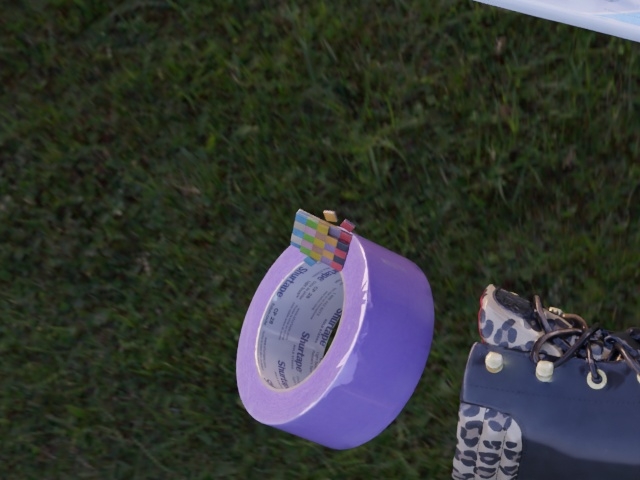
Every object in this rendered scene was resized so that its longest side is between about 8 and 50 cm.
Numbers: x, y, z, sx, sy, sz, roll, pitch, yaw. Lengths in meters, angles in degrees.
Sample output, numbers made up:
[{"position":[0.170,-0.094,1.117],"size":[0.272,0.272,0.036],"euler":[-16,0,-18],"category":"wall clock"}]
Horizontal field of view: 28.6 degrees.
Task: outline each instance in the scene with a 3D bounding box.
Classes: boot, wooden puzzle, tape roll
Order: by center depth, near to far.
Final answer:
[{"position":[0.265,0.089,0.999],"size":[0.284,0.138,0.377],"euler":[13,123,12],"category":"boot"},{"position":[0.000,0.000,1.034],"size":[0.049,0.083,0.006],"euler":[26,55,9],"category":"wooden puzzle"},{"position":[0.010,0.087,1.137],"size":[0.189,0.080,0.189],"euler":[-35,42,40],"category":"tape roll"}]

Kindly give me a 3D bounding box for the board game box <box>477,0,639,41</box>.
[{"position":[0.181,-0.326,0.974],"size":[0.390,0.050,0.390],"euler":[16,55,11],"category":"board game box"}]
